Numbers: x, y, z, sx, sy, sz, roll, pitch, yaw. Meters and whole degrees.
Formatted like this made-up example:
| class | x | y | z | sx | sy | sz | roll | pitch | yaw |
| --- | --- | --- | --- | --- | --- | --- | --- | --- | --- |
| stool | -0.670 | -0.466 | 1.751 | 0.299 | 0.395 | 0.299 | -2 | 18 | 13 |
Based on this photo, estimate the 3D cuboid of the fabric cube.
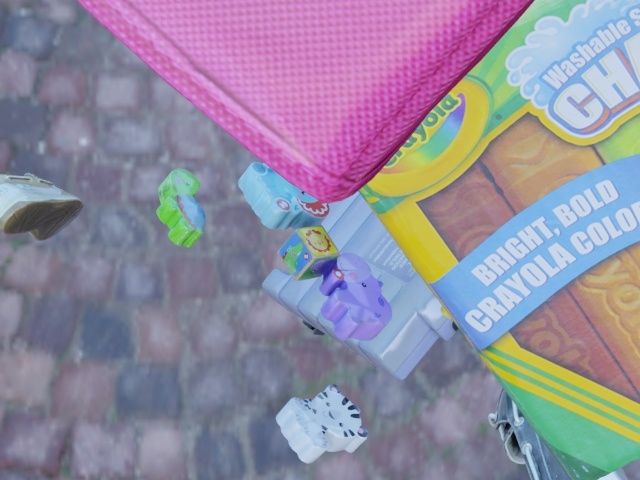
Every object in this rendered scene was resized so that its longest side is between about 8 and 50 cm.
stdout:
| class | x | y | z | sx | sy | sz | roll | pitch | yaw |
| --- | --- | --- | --- | --- | --- | --- | --- | --- | --- |
| fabric cube | 0.023 | -0.207 | 0.406 | 0.254 | 0.258 | 0.259 | 44 | 22 | -2 |

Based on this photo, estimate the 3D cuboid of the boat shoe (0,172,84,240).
| class | x | y | z | sx | sy | sz | roll | pitch | yaw |
| --- | --- | --- | --- | --- | --- | --- | --- | --- | --- |
| boat shoe | -0.229 | -0.032 | 1.353 | 0.050 | 0.135 | 0.045 | -43 | 80 | 5 |

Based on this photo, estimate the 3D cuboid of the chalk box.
| class | x | y | z | sx | sy | sz | roll | pitch | yaw |
| --- | --- | --- | --- | --- | --- | --- | --- | --- | --- |
| chalk box | 0.105 | -0.077 | 0.728 | 0.180 | 0.289 | 0.179 | -31 | 27 | 17 |

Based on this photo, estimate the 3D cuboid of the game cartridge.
| class | x | y | z | sx | sy | sz | roll | pitch | yaw |
| --- | --- | --- | --- | --- | --- | --- | --- | --- | --- |
| game cartridge | 0.122 | -0.043 | 1.653 | 0.355 | 0.068 | 0.230 | -50 | 40 | -7 |

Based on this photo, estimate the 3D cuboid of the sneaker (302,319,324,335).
| class | x | y | z | sx | sy | sz | roll | pitch | yaw |
| --- | --- | --- | --- | --- | --- | --- | --- | --- | --- |
| sneaker | 0.032 | 0.067 | 1.854 | 0.085 | 0.152 | 0.058 | 17 | 63 | -18 |

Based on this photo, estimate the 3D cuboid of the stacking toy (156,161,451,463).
| class | x | y | z | sx | sy | sz | roll | pitch | yaw |
| --- | --- | --- | --- | --- | --- | --- | --- | --- | --- |
| stacking toy | 0.000 | 0.000 | 0.993 | 0.052 | 0.167 | 0.221 | -11 | 61 | -46 |

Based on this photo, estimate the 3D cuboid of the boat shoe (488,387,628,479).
| class | x | y | z | sx | sy | sz | roll | pitch | yaw |
| --- | --- | --- | --- | --- | --- | --- | --- | --- | --- |
| boat shoe | 0.157 | 0.126 | 1.233 | 0.070 | 0.078 | 0.219 | -33 | 33 | 10 |
